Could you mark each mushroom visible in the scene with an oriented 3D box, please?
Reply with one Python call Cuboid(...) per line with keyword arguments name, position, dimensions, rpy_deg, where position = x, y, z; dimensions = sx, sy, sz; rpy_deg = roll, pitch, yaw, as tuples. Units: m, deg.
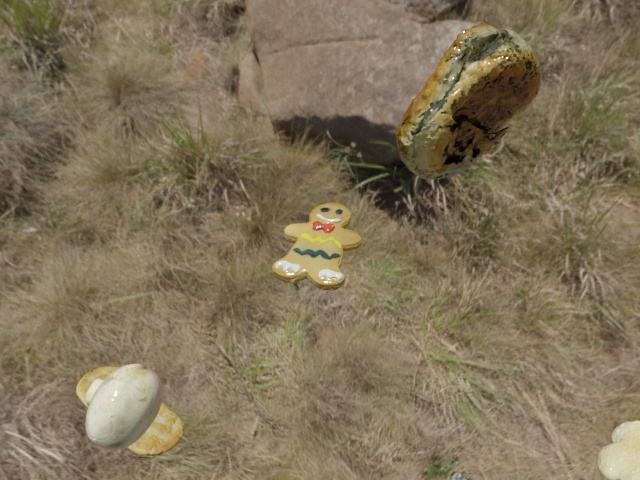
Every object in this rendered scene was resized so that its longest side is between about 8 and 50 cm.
Cuboid(name="mushroom", position=(-0.193, 0.160, 0.526), dimensions=(0.068, 0.083, 0.083), rpy_deg=(18, 63, 8))

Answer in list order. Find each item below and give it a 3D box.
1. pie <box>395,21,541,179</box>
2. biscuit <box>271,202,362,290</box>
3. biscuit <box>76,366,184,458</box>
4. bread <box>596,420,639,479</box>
Cuboid(name="pie", position=(0.256, -0.218, 0.942), dimensions=(0.308, 0.308, 0.085), rpy_deg=(-29, 61, -12))
Cuboid(name="biscuit", position=(0.000, -0.001, 1.055), dimensions=(0.158, 0.035, 0.240), rpy_deg=(8, 42, 11))
Cuboid(name="biscuit", position=(-0.368, 0.322, 1.051), dimensions=(0.247, 0.028, 0.118), rpy_deg=(31, 33, 25))
Cuboid(name="bread", position=(0.501, 0.314, 0.771), dimensions=(0.251, 0.038, 0.182), rpy_deg=(-20, 20, -41))
